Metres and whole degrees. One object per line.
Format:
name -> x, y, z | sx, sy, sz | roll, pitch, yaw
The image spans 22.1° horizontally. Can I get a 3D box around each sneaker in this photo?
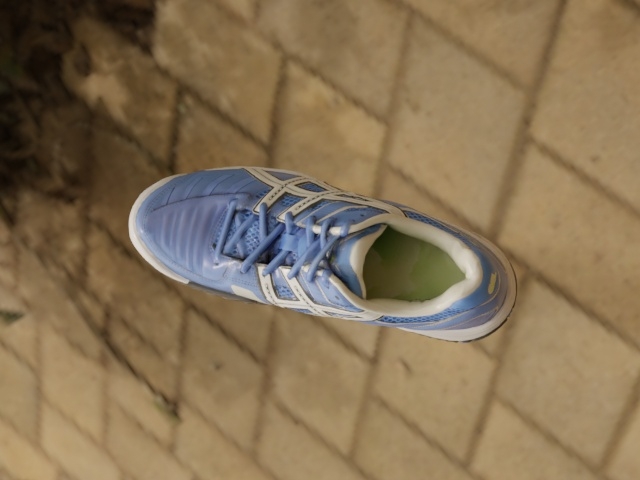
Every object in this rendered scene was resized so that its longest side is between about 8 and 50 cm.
sneaker -> 0.000, 0.000, 0.862 | 0.211, 0.080, 0.081 | 9, 173, 8
